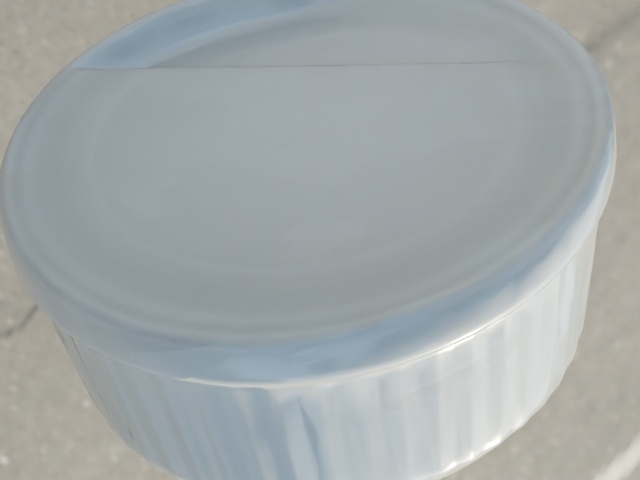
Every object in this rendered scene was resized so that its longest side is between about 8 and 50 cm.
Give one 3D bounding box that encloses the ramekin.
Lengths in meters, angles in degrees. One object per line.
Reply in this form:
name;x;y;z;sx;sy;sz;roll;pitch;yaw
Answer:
ramekin;0.000;0.000;0.885;0.273;0.273;0.127;-39;137;-31
